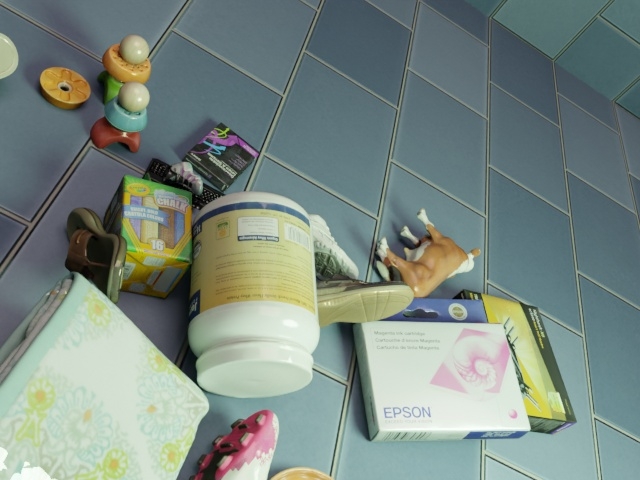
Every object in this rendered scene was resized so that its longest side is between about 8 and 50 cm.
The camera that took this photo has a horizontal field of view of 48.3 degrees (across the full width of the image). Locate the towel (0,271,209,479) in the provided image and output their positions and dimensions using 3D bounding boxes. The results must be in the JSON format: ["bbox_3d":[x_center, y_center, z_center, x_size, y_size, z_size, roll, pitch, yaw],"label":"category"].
[{"bbox_3d":[-0.334,0.272,0.997,0.320,0.090,0.374,54,35,-27],"label":"towel"}]

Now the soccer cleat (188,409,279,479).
[{"bbox_3d":[-0.140,0.413,1.096,0.143,0.116,0.331,52,42,-13],"label":"soccer cleat"}]

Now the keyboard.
[{"bbox_3d":[-0.271,-0.106,1.482,0.192,0.038,0.100,27,44,-15],"label":"keyboard"}]

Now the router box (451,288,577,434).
[{"bbox_3d":[0.434,0.279,1.645,0.243,0.081,0.308,14,48,-28],"label":"router box"}]

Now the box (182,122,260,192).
[{"bbox_3d":[-0.219,-0.188,1.596,0.116,0.029,0.162,38,43,-4],"label":"box"}]

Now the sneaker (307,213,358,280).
[{"bbox_3d":[0.000,0.000,1.558,0.232,0.090,0.115,41,38,-1],"label":"sneaker"}]

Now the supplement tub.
[{"bbox_3d":[-0.118,0.098,1.263,0.228,0.228,0.316,14,55,-28],"label":"supplement tub"}]

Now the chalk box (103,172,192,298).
[{"bbox_3d":[-0.318,-0.023,1.304,0.132,0.132,0.213,15,49,-26],"label":"chalk box"}]

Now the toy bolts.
[{"bbox_3d":[-0.432,-0.311,1.443,0.218,0.158,0.228,-3,57,-38],"label":"toy bolts"}]

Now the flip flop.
[{"bbox_3d":[-0.384,0.019,1.172,0.080,0.112,0.277,2,23,-36],"label":"flip flop"}]

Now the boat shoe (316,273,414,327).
[{"bbox_3d":[0.042,0.112,1.429,0.285,0.102,0.092,-10,48,-7],"label":"boat shoe"}]

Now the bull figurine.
[{"bbox_3d":[0.253,0.038,1.703,0.188,0.101,0.310,48,41,9],"label":"bull figurine"}]

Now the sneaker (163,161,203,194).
[{"bbox_3d":[-0.283,-0.122,1.442,0.069,0.038,0.098,-7,40,-34],"label":"sneaker"}]

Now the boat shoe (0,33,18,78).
[{"bbox_3d":[-0.715,-0.309,1.278,0.324,0.097,0.116,-30,117,-44],"label":"boat shoe"}]

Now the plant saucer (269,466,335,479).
[{"bbox_3d":[-0.024,0.474,1.169,0.200,0.037,0.199,20,46,-22],"label":"plant saucer"}]

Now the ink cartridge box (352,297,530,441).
[{"bbox_3d":[0.238,0.245,1.470,0.324,0.071,0.330,2,56,-15],"label":"ink cartridge box"}]
